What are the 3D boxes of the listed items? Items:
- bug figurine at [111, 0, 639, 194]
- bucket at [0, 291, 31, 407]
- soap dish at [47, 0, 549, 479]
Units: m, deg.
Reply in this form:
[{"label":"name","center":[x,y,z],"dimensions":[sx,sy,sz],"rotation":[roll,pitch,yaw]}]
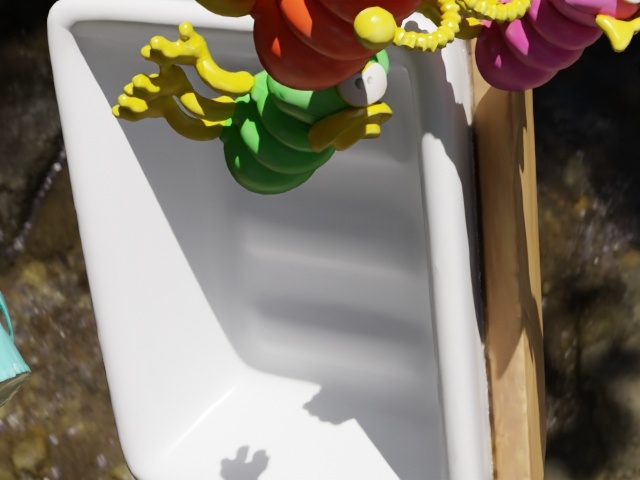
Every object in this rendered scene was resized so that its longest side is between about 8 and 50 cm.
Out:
[{"label":"bug figurine","center":[0.061,-0.088,0.479],"dimensions":[0.279,0.216,0.072],"rotation":[-26,82,-30]},{"label":"bucket","center":[-0.389,0.107,1.255],"dimensions":[0.281,0.281,0.183],"rotation":[-35,86,-14]},{"label":"soap dish","center":[0.000,0.000,0.724],"dimensions":[0.229,0.291,0.118],"rotation":[8,28,29]}]
